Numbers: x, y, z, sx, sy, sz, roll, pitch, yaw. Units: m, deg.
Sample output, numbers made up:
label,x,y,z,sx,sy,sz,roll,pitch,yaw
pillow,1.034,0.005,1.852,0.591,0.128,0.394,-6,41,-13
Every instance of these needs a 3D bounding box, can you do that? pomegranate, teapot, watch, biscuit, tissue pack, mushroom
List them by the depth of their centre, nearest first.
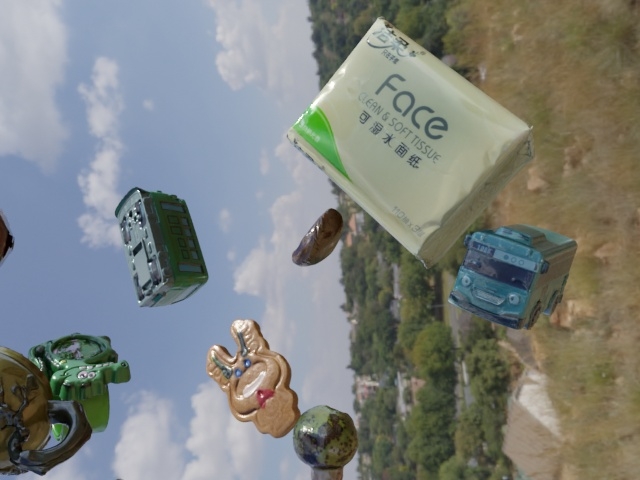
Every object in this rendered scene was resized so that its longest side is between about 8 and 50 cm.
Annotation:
label,x,y,z,sx,sy,sz,roll,pitch,yaw
teapot,-0.420,0.234,0.703,0.183,0.269,0.173,-63,-19,-56
watch,-0.371,0.233,0.872,0.165,0.131,0.152,32,117,46
mushroom,0.000,0.000,0.997,0.123,0.052,0.123,-53,-9,-13
pomegranate,0.019,0.388,1.078,0.163,0.125,0.138,64,164,8
tissue pack,0.179,-0.201,1.205,0.405,0.332,0.205,44,-171,21
biscuit,-0.175,0.364,1.519,0.334,0.202,0.047,48,-173,30

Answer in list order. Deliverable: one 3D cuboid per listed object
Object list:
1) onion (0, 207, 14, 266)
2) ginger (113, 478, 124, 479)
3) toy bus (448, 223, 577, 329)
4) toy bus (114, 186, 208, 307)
label,x,y,z,sx,sy,sz,roll,pitch,yaw
onion,-0.594,-0.006,0.928,0.207,0.200,0.201,-8,87,63
ginger,-0.292,0.399,0.608,0.299,0.065,0.118,-54,19,-18
toy bus,0.319,0.048,0.938,0.256,0.128,0.147,-7,-66,-55
toy bus,-0.472,0.019,1.748,0.199,0.183,0.344,1,-119,-46
